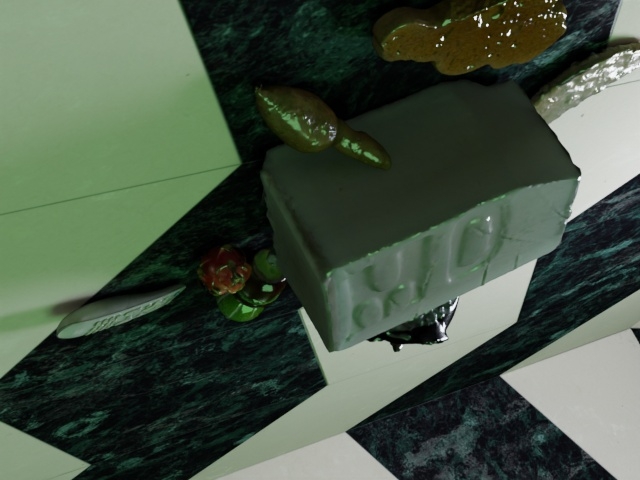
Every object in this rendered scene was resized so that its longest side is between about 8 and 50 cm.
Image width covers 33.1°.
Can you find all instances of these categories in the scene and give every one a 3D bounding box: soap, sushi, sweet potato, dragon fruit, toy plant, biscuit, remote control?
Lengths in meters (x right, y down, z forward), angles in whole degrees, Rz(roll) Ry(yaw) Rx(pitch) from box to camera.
[{"bbox_3d":[0.148,-0.042,1.622,0.435,0.213,0.350,-24,153,-12],"label":"soap"},{"bbox_3d":[0.131,0.093,1.982,0.238,0.225,0.219,8,164,-22],"label":"sushi"},{"bbox_3d":[-0.006,-0.145,1.387,0.075,0.075,0.269,-36,142,27],"label":"sweet potato"},{"bbox_3d":[-0.155,0.048,1.714,0.086,0.081,0.116,-24,-176,-10],"label":"dragon fruit"},{"bbox_3d":[-0.120,0.082,1.821,0.093,0.093,0.162,-10,155,-37],"label":"toy plant"},{"bbox_3d":[0.408,-0.250,1.715,0.250,0.032,0.133,-32,160,19],"label":"biscuit"},{"bbox_3d":[-0.320,0.107,1.719,0.229,0.044,0.073,-20,164,-40],"label":"remote control"},{"bbox_3d":[0.197,-0.276,1.375,0.320,0.047,0.183,-15,155,-27],"label":"biscuit"}]
